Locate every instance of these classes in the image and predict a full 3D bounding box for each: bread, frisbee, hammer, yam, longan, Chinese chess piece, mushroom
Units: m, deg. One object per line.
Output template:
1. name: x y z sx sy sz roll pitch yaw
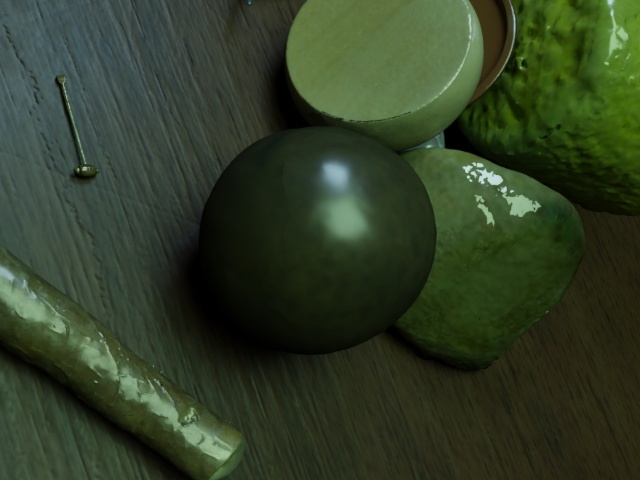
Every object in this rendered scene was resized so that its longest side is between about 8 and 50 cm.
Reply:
1. bread: 0.370 -0.221 1.195 0.308 0.348 0.348 11 66 -28
2. frisbee: 0.137 -0.269 1.146 0.021 0.251 0.250 43 41 -63
3. hammer: -0.269 -0.125 0.931 0.029 0.014 0.123 -7 73 -45
4. yam: -0.220 0.119 0.826 0.357 0.081 0.081 40 54 -12
5. longan: 0.000 0.000 0.920 0.258 0.258 0.258 13 65 -30
6. Chinese chess piece: 0.079 -0.229 1.075 0.097 0.251 0.250 56 31 -65
7. mushroom: 0.207 0.043 1.071 0.292 0.212 0.217 37 62 -40

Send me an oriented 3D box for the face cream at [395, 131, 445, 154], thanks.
1. face cream: 0.132 -0.170 1.182 0.075 0.075 0.229 11 67 -31

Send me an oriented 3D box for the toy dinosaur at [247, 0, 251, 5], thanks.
1. toy dinosaur: -0.037 -0.421 1.167 0.329 0.076 0.144 -39 103 -48
